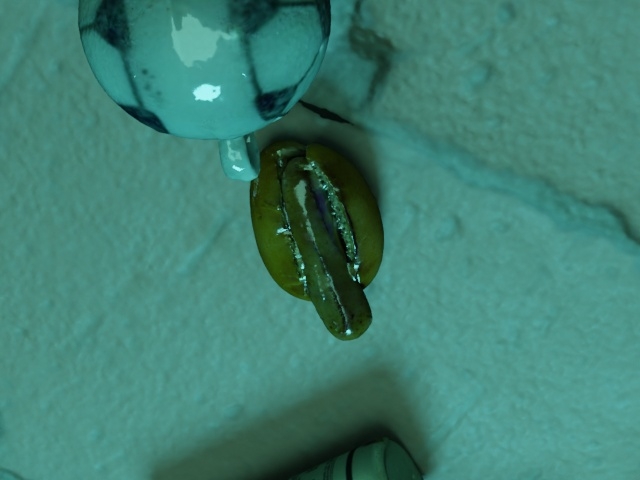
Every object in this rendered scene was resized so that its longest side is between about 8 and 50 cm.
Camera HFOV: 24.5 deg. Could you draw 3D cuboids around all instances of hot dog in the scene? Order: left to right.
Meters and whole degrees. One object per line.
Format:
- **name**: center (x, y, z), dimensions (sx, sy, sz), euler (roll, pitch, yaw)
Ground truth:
- **hot dog**: center (-0.002, 0.000, 0.997), dimensions (0.090, 0.060, 0.140), euler (-2, 120, 14)

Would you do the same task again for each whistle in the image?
- **whistle**: center (-0.076, -0.166, 0.868), dimensions (0.163, 0.163, 0.289), euler (-8, 116, 12)

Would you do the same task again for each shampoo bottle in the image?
- **shampoo bottle**: center (-0.046, 0.234, 1.107), dimensions (0.262, 0.085, 0.085), euler (-27, 110, 19)
